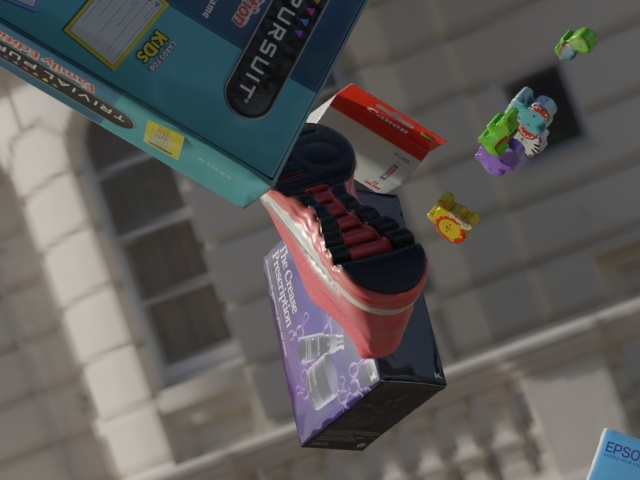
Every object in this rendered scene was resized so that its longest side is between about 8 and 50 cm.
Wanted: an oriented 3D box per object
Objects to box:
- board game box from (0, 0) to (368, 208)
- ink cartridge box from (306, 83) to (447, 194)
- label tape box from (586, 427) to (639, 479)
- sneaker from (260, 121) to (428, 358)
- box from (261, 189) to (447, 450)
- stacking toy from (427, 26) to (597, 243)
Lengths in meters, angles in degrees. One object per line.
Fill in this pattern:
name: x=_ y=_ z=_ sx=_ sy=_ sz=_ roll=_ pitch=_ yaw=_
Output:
board game box: x=-0.130 y=-0.216 z=1.158 sx=0.254 sy=0.336 sz=0.079 roll=-63 pitch=11 yaw=-19
ink cartridge box: x=0.061 y=-0.124 z=2.179 sx=0.045 sy=0.145 sz=0.179 roll=-63 pitch=12 yaw=-17
label tape box: x=0.362 y=0.391 z=1.735 sx=0.249 sy=0.348 sz=0.115 roll=16 pitch=0 yaw=30
sneaker: x=0.000 y=0.000 z=1.760 sx=0.116 sy=0.314 sz=0.136 roll=-12 pitch=-47 yaw=-20
box: x=0.035 y=0.095 z=2.075 sx=0.103 sy=0.261 sz=0.184 roll=9 pitch=-35 yaw=-35
stacking toy: x=0.202 y=-0.107 z=1.773 sx=0.167 sy=0.052 sz=0.221 roll=-48 pitch=-7 yaw=-33
